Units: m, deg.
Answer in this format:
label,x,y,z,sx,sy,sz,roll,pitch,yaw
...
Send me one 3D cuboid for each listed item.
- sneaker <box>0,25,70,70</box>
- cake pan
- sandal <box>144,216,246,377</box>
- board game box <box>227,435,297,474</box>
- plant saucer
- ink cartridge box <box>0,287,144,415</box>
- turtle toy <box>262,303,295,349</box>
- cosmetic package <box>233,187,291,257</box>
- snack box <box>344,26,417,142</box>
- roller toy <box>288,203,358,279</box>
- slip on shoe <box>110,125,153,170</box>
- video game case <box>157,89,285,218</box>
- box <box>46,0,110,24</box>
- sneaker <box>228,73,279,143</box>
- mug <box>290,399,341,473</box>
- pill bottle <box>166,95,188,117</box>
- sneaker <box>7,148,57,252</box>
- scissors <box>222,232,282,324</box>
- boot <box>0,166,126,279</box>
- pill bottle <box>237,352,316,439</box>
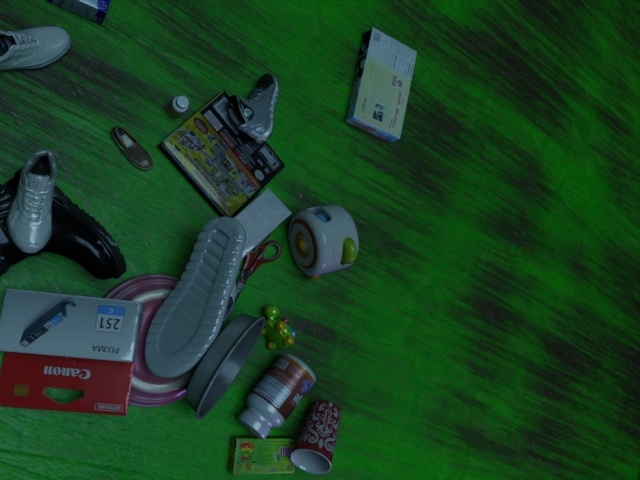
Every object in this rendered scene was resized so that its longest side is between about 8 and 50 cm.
label,x,y,z,sx,sy,sz,roll,pitch,yaw
sneaker,-0.702,-0.444,1.408,0.258,0.091,0.094,-29,99,-30
cake pan,-0.237,0.302,1.507,0.054,0.293,0.293,31,66,8
sandal,-0.278,0.144,1.481,0.416,0.169,0.102,-65,157,-13
board game box,-0.155,0.577,1.639,0.181,0.043,0.092,11,79,-29
plant saucer,-0.404,0.247,1.509,0.332,0.084,0.332,4,82,-31
ink cartridge box,-0.567,0.253,1.366,0.296,0.066,0.261,6,79,-8
turtle toy,-0.119,0.239,1.680,0.066,0.095,0.130,-40,106,-50
cosmetic package,-0.199,-0.030,1.660,0.239,0.060,0.099,-43,95,-24
snack box,0.198,-0.499,1.960,0.187,0.060,0.322,20,75,-27
roller toy,0.000,0.000,1.713,0.146,0.209,0.191,-13,78,-30
slip on shoe,-0.476,-0.235,1.546,0.051,0.041,0.135,-45,106,-27
video game case,-0.265,-0.232,1.674,0.275,0.035,0.248,50,63,-17
box,-0.589,-0.632,1.508,0.137,0.072,0.126,17,75,-27
sneaker,-0.189,-0.390,1.679,0.132,0.086,0.229,23,57,-35
mug,-0.017,0.540,1.678,0.113,0.150,0.169,43,39,-18
pill bottle,-0.373,-0.352,1.595,0.043,0.083,0.043,4,82,-30
sneaker,-0.604,-0.092,1.278,0.090,0.115,0.232,5,69,-26
scissors,-0.215,0.088,1.678,0.109,0.021,0.297,46,66,-19
boot,-0.642,0.024,1.363,0.348,0.131,0.260,44,58,-7
pill bottle,-0.119,0.419,1.634,0.121,0.121,0.216,49,64,-17
